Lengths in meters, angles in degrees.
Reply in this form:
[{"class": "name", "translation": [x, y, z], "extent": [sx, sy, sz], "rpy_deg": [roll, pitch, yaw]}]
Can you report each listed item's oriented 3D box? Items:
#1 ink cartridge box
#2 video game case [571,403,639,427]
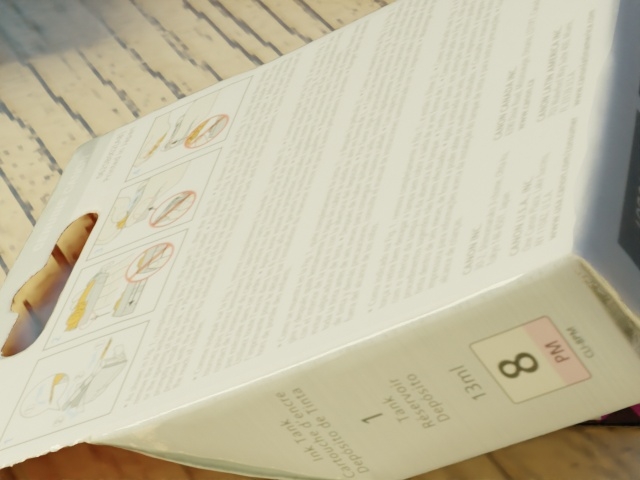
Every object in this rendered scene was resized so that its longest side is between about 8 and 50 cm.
[{"class": "ink cartridge box", "translation": [0.000, 0.000, 0.523], "extent": [0.232, 0.066, 0.189], "rpy_deg": [-26, 28, 31]}, {"class": "video game case", "translation": [0.145, -0.027, 0.585], "extent": [0.210, 0.042, 0.232], "rpy_deg": [-1, 36, 7]}]
